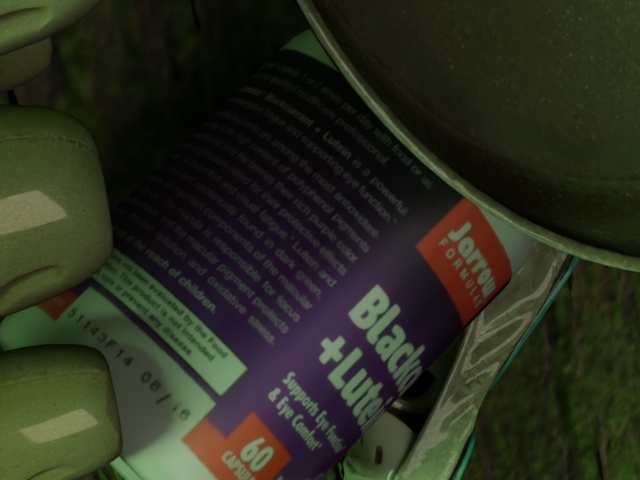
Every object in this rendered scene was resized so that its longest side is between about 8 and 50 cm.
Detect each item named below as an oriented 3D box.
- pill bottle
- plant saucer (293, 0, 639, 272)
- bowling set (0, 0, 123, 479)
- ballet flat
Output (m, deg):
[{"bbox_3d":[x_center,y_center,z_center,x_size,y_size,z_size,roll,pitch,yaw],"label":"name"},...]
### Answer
[{"bbox_3d":[0.000,0.000,0.628,0.193,0.108,0.108,-45,135,-11],"label":"pill bottle"},{"bbox_3d":[0.094,-0.143,0.594,0.310,0.050,0.311,3,85,-30],"label":"plant saucer"},{"bbox_3d":[-0.141,-0.053,0.468,0.154,0.200,0.287,-11,149,-12],"label":"bowling set"},{"bbox_3d":[0.039,0.054,0.744,0.052,0.057,0.168,27,92,-18],"label":"ballet flat"}]
